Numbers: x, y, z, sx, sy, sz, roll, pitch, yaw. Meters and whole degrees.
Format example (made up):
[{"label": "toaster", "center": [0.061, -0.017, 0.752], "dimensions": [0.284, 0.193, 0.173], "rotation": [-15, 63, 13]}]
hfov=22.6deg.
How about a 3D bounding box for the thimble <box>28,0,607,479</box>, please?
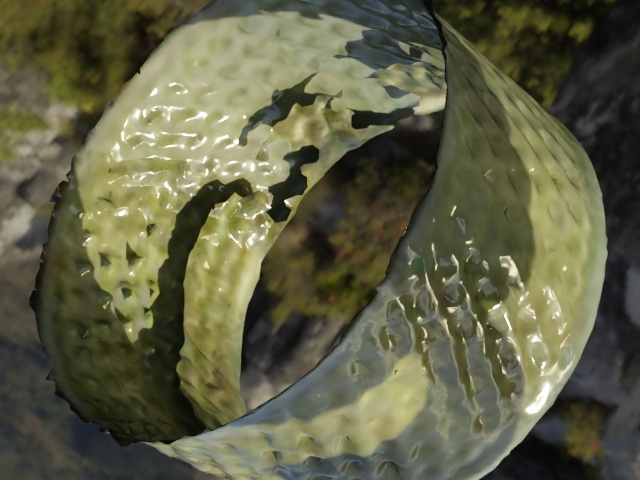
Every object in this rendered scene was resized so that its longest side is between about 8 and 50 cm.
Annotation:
[{"label": "thimble", "center": [0.000, 0.000, 0.808], "dimensions": [0.270, 0.271, 0.150], "rotation": [-5, 152, 43]}]
